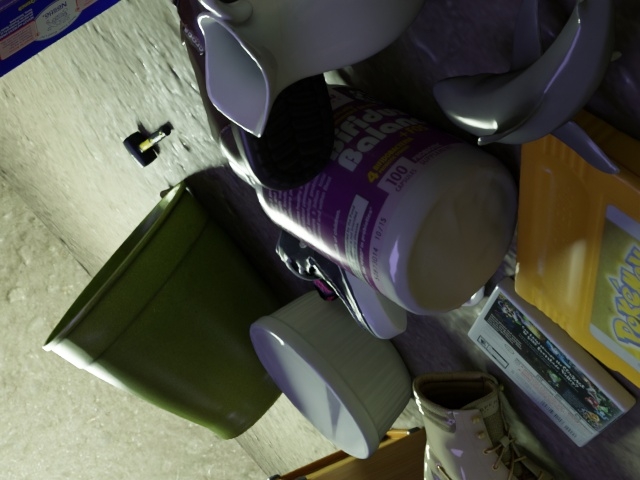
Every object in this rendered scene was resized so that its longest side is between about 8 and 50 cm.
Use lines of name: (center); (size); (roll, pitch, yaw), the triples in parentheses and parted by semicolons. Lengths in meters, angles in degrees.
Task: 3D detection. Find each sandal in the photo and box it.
sandal: (-0.002, 0.056, 1.642); (0.179, 0.040, 0.067); (34, 156, 39)

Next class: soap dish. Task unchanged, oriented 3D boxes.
soap dish: (0.057, 0.407, 1.837); (0.118, 0.290, 0.229); (68, 162, 3)

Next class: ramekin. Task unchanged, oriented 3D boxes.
ramekin: (0.025, 0.198, 1.720); (0.273, 0.127, 0.273); (43, 160, 20)

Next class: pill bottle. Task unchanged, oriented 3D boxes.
pill bottle: (0.039, -0.061, 1.126); (0.301, 0.169, 0.169); (32, 155, 41)

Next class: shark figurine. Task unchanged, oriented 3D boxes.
shark figurine: (0.150, -0.122, 0.784); (0.166, 0.116, 0.278); (48, 154, 17)

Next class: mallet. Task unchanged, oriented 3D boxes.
mallet: (-0.283, -0.161, 1.884); (0.062, 0.039, 0.189); (57, 156, -16)

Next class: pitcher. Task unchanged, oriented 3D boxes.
pitcher: (-0.009, -0.208, 0.892); (0.125, 0.207, 0.178); (38, 157, 32)

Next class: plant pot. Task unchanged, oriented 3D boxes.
plant pot: (-0.222, 0.150, 1.910); (0.353, 0.366, 0.366); (41, 163, -10)

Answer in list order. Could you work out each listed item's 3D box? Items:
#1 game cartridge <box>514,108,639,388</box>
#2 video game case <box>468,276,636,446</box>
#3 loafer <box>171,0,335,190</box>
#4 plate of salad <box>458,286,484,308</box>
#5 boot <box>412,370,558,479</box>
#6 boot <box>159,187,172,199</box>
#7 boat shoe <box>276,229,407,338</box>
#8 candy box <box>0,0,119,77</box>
game cartridge: (0.299, 0.054, 0.941); (0.323, 0.052, 0.285); (38, 158, 29)
video game case: (0.255, 0.141, 1.253); (0.190, 0.022, 0.173); (46, 161, 14)
loafer: (-0.090, -0.225, 1.010); (0.130, 0.133, 0.366); (11, 113, 51)
plate of salad: (0.109, 0.005, 1.284); (0.200, 0.048, 0.200); (43, 161, 19)
boot: (0.241, 0.278, 1.429); (0.262, 0.095, 0.203); (15, 130, 35)
boot: (-0.248, -0.040, 2.034); (0.106, 0.037, 0.114); (26, 145, 46)
boat shoe: (0.000, 0.000, 1.282); (0.108, 0.102, 0.301); (32, -153, -59)
candy box: (-0.386, -0.384, 1.319); (0.317, 0.268, 0.122); (45, 157, 16)
